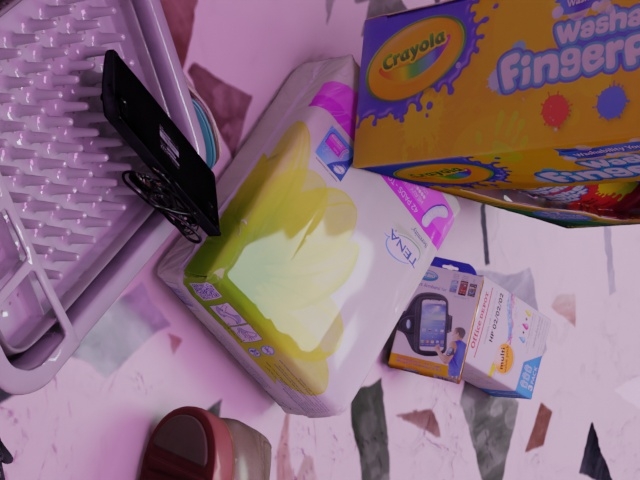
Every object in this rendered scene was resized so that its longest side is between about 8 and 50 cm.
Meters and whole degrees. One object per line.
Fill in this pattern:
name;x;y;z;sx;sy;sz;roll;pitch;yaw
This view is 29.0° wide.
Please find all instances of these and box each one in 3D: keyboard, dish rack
keyboard;-0.140;-0.066;1.032;0.192;0.038;0.100;53;23;-51
dish rack;-0.220;-0.077;0.968;0.333;0.072;0.286;-55;138;-45

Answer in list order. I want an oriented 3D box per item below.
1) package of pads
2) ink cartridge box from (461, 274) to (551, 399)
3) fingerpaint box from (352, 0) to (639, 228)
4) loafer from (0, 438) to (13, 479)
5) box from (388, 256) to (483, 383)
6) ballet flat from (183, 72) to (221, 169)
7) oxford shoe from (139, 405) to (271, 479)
package of pads;0.000;0.000;1.227;0.229;0.101;0.296;51;57;-30
ink cartridge box;0.184;0.106;1.432;0.181;0.061;0.104;31;69;-40
fingerpaint box;0.316;-0.121;1.161;0.371;0.444;0.163;13;78;-44
loafer;-0.284;0.169;0.972;0.078;0.076;0.223;-11;96;-58
box;0.130;0.083;1.368;0.028;0.081;0.136;64;39;-73
ballet flat;-0.135;-0.138;1.130;0.168;0.057;0.052;61;24;-28
oxford shoe;-0.101;0.332;1.114;0.130;0.123;0.348;21;76;-48
